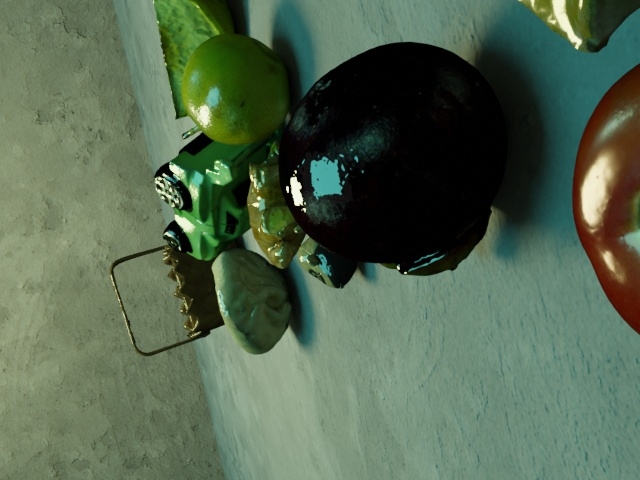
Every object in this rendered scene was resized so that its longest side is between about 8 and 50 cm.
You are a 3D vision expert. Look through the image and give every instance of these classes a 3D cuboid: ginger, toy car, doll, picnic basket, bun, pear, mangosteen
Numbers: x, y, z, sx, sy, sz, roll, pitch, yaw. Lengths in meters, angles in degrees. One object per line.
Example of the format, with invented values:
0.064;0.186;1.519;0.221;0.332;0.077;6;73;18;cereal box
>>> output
-0.072;-0.059;1.180;0.157;0.102;0.216;20;-115;-82;ginger
-0.183;-0.097;1.351;0.176;0.213;0.359;33;146;18;toy car
0.000;0.000;1.076;0.089;0.102;0.179;-41;56;25;doll
-0.344;0.127;1.784;0.291;0.321;0.254;152;99;-73;picnic basket
-0.131;0.114;1.438;0.231;0.133;0.231;-20;-90;-85;bun
-0.236;-0.414;1.373;0.239;0.139;0.288;-103;8;-48;pear
0.080;-0.057;0.662;0.250;0.211;0.211;53;178;-38;mangosteen
-0.151;-0.227;1.147;0.180;0.216;0.166;50;-163;10;pear

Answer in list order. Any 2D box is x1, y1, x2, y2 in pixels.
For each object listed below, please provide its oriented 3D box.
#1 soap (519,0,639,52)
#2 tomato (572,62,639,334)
0.133;-0.291;0.395;0.259;0.143;0.281;92;156;-50;soap
0.223;-0.018;0.352;0.195;0.136;0.195;167;90;-73;tomato
